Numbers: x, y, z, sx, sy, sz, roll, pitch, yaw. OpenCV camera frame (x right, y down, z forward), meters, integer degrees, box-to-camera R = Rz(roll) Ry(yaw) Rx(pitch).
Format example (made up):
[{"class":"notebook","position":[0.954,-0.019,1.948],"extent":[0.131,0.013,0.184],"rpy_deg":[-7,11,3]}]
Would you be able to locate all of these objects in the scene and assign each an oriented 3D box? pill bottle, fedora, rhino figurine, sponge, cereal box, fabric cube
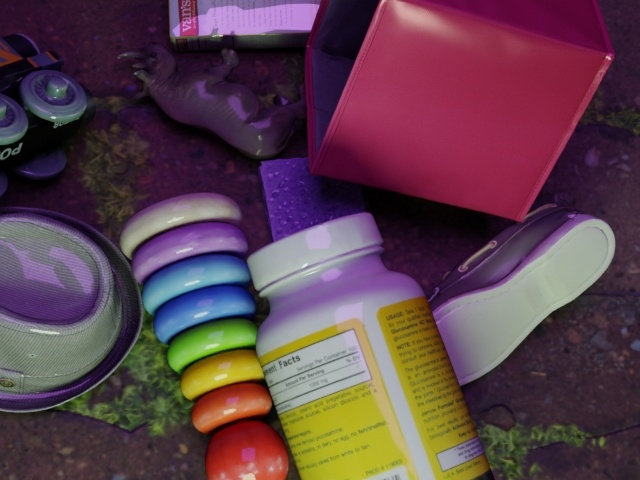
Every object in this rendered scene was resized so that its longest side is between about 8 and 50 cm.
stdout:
[{"class":"pill bottle","position":[0.045,0.151,1.446],"extent":[0.188,0.188,0.334],"rpy_deg":[-18,82,-16]},{"class":"fedora","position":[-0.329,0.053,1.512],"extent":[0.275,0.124,0.244],"rpy_deg":[20,63,2]},{"class":"rhino figurine","position":[-0.134,-0.175,1.678],"extent":[0.243,0.073,0.106],"rpy_deg":[25,61,6]},{"class":"sponge","position":[0.000,0.000,1.635],"extent":[0.117,0.031,0.210],"rpy_deg":[-6,65,-11]},{"class":"cereal box","position":[-0.071,-0.324,1.751],"extent":[0.240,0.047,0.173],"rpy_deg":[-2,71,-2]},{"class":"fabric cube","position":[0.141,-0.215,1.577],"extent":[0.258,0.254,0.259],"rpy_deg":[11,41,-13]}]

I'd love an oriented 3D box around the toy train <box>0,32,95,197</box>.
[{"class":"toy train","position":[-0.408,-0.136,1.546],"extent":[0.190,0.142,0.334],"rpy_deg":[44,44,16]}]

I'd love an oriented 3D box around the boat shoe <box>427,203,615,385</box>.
[{"class":"boat shoe","position":[0.192,0.064,1.599],"extent":[0.305,0.109,0.091],"rpy_deg":[-35,33,-9]}]

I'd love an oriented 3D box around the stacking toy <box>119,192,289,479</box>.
[{"class":"stacking toy","position":[-0.114,0.121,1.511],"extent":[0.141,0.141,0.330],"rpy_deg":[-12,71,-14]}]
